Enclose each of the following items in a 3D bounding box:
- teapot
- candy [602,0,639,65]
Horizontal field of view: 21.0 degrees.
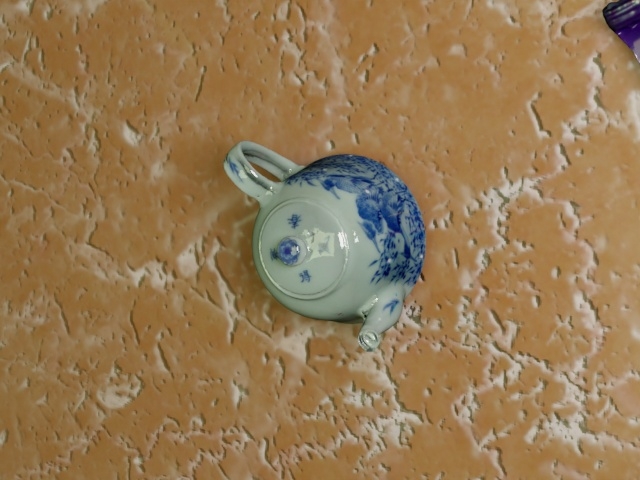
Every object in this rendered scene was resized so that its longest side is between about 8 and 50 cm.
[{"bbox_3d":[0.000,0.000,1.557,0.159,0.159,0.232,-44,76,23],"label":"teapot"},{"bbox_3d":[0.344,-0.114,1.418,0.145,0.070,0.275,-28,87,32],"label":"candy"}]
